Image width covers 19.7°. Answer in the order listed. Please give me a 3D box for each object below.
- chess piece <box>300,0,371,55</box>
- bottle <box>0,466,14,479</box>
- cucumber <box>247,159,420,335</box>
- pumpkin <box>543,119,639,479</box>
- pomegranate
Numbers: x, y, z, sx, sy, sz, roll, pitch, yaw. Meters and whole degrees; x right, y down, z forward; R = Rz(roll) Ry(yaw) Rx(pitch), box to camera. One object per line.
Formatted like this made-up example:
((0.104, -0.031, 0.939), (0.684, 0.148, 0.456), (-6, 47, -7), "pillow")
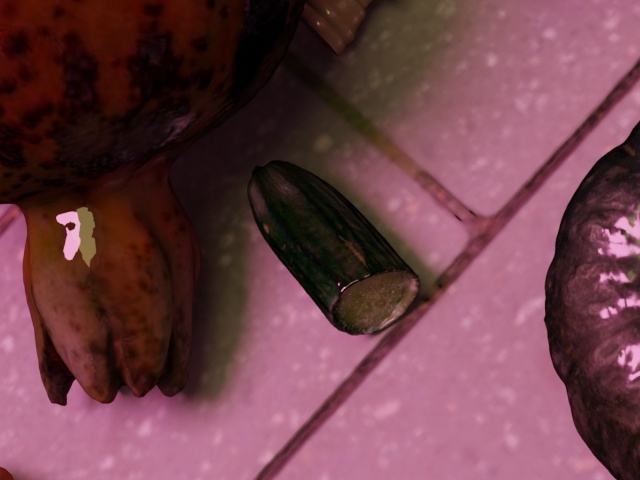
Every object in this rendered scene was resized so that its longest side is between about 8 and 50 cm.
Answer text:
((0.030, -0.139, 0.950), (0.092, 0.035, 0.035), (-44, 61, 0), "chess piece")
((-0.244, 0.129, 0.959), (0.187, 0.069, 0.069), (2, 73, 23), "bottle")
((0.000, 0.000, 0.907), (0.048, 0.048, 0.105), (-44, 57, 4), "cucumber")
((0.193, 0.026, 0.749), (0.212, 0.152, 0.211), (-3, 84, 31), "pumpkin")
((-0.127, -0.084, 0.893), (0.285, 0.285, 0.340), (-13, 97, 19), "pomegranate")
